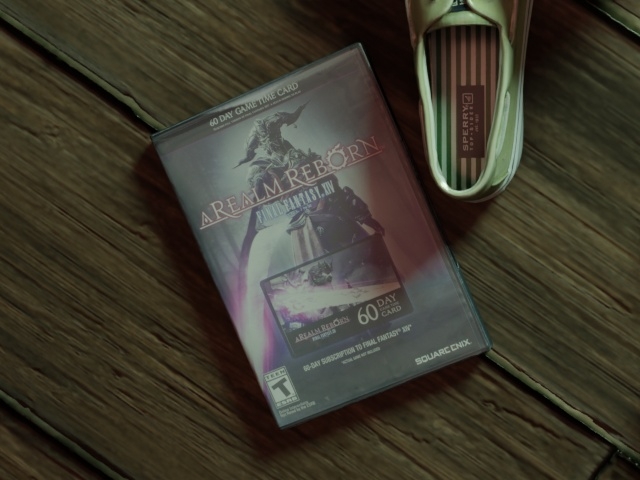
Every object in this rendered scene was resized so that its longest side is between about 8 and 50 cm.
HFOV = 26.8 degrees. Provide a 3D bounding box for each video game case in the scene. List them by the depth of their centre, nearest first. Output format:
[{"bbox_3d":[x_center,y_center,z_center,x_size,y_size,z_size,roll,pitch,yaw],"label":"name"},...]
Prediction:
[{"bbox_3d":[0.000,0.000,1.119,0.196,0.026,0.274,-23,95,12],"label":"video game case"}]

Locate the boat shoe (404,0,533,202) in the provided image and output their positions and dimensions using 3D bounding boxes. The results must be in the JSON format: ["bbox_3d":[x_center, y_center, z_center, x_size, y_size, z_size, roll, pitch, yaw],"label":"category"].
[{"bbox_3d":[0.117,-0.177,1.033,0.109,0.094,0.302,-5,98,11],"label":"boat shoe"}]
